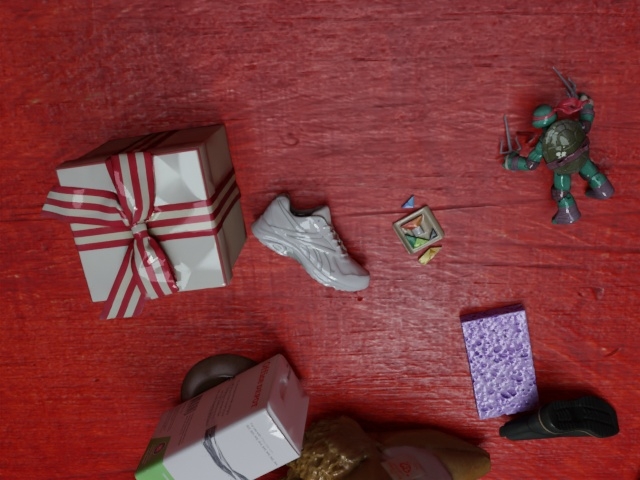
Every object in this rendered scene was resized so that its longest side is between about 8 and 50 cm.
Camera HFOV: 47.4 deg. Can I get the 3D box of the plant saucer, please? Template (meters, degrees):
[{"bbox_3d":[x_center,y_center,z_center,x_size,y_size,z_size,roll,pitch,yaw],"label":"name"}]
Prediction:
[{"bbox_3d":[-0.178,0.316,1.415,0.199,0.036,0.198,1,109,4],"label":"plant saucer"}]

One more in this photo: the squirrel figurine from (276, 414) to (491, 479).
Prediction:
[{"bbox_3d":[0.080,0.546,1.394,0.397,0.281,0.370,21,120,11],"label":"squirrel figurine"}]

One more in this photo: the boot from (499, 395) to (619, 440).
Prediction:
[{"bbox_3d":[0.449,0.344,1.376,0.198,0.076,0.137,15,148,-27],"label":"boot"}]

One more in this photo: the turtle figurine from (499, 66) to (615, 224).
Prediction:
[{"bbox_3d":[0.384,-0.148,1.183,0.175,0.118,0.234,-28,111,12],"label":"turtle figurine"}]

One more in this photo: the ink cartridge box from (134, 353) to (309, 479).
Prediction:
[{"bbox_3d":[-0.166,0.343,1.299,0.273,0.198,0.114,-29,105,13],"label":"ink cartridge box"}]

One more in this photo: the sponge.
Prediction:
[{"bbox_3d":[0.334,0.227,1.354,0.117,0.031,0.210,-11,108,7],"label":"sponge"}]

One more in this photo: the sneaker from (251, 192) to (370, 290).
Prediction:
[{"bbox_3d":[0.000,0.000,1.269,0.232,0.090,0.115,32,105,-8],"label":"sneaker"}]

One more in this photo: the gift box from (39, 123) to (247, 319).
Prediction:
[{"bbox_3d":[-0.277,-0.036,1.183,0.276,0.258,0.255,-12,107,7],"label":"gift box"}]

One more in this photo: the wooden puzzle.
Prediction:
[{"bbox_3d":[0.174,-0.016,1.289,0.078,0.014,0.116,-37,103,14],"label":"wooden puzzle"}]
